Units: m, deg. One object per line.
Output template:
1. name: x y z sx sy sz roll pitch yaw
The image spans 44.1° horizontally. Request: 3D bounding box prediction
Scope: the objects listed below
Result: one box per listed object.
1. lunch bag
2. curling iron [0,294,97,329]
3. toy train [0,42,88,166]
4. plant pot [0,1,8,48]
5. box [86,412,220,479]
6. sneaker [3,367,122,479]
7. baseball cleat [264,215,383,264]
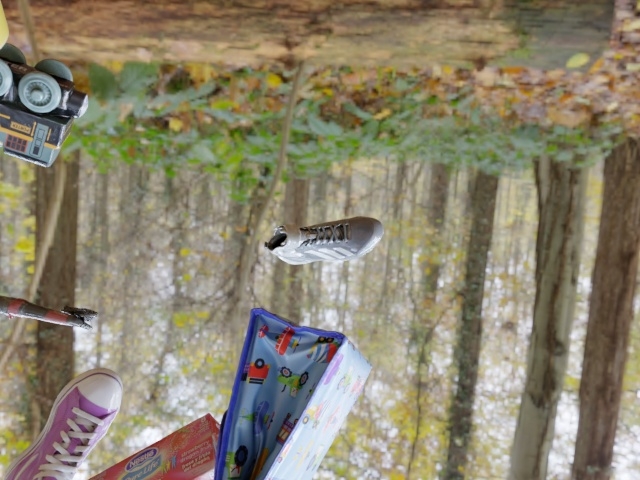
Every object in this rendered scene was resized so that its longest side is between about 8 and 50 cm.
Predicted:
1. lunch bag: -0.050 0.267 1.064 0.138 0.293 0.221 15 165 18
2. curling iron: -0.476 0.111 1.263 0.274 0.035 0.068 6 171 17
3. toy train: -0.611 -0.267 1.470 0.334 0.190 0.142 18 -156 -14
4. plant pot: -0.439 -0.284 0.783 0.254 0.238 0.254 -12 -144 9
5. box: -0.238 0.396 1.213 0.257 0.128 0.122 -30 -147 6
6. sneaker: -0.409 0.350 1.280 0.102 0.282 0.161 33 -177 -25
7. baseball cleat: 0.000 0.000 1.331 0.206 0.072 0.109 -17 159 29
